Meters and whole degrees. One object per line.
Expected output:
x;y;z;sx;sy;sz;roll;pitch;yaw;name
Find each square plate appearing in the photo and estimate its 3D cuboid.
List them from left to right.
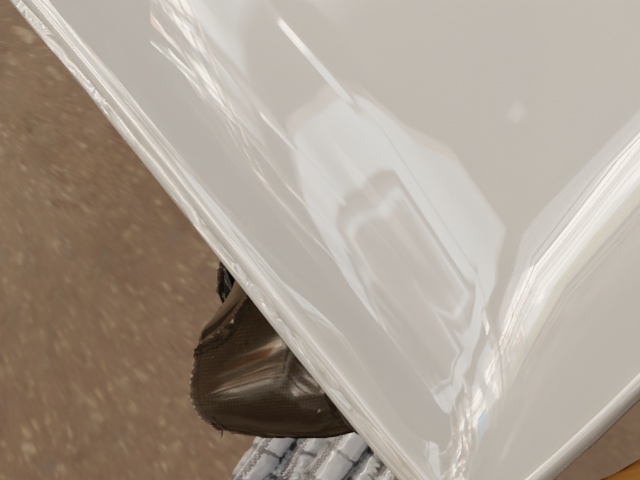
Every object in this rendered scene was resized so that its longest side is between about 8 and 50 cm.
0.057;-0.164;0.433;0.347;0.049;0.344;-43;69;6;square plate

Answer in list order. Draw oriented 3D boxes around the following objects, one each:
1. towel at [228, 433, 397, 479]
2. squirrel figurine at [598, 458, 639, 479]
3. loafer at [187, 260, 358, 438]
0.072;0.101;0.851;0.121;0.235;0.284;37;87;16;towel
0.137;0.204;0.229;0.370;0.281;0.397;29;70;20;squirrel figurine
0.000;0.000;0.579;0.078;0.220;0.080;-13;106;14;loafer
